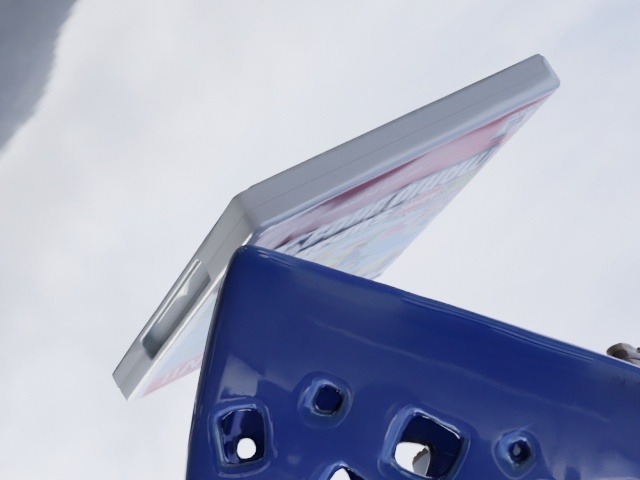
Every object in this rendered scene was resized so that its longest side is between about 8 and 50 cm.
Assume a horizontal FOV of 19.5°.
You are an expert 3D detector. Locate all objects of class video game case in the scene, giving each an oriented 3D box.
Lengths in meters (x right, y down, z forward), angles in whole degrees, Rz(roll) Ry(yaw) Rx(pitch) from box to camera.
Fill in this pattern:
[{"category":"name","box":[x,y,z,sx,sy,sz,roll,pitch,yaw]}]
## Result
[{"category":"video game case","box":[0.000,0.000,1.073,0.204,0.025,0.285,-26,169,-27]}]

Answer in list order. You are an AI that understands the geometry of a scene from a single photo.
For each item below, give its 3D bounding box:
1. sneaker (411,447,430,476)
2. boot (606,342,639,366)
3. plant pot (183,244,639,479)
[{"category":"sneaker","box":[0.216,0.199,1.399,0.282,0.099,0.153,-18,-122,12]},{"category":"boot","box":[0.308,0.139,1.831,0.042,0.087,0.118,-40,153,19]},{"category":"plant pot","box":[0.038,0.146,0.904,0.236,0.236,0.212,100,6,-81]}]
